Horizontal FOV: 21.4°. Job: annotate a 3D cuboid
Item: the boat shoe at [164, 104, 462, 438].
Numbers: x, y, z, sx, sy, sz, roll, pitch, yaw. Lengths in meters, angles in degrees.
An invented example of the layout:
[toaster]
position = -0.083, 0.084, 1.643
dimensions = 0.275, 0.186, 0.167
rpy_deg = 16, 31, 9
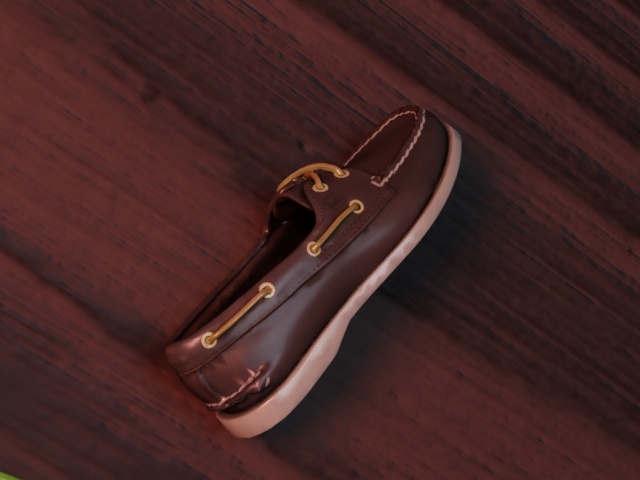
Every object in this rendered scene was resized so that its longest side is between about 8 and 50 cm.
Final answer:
[boat shoe]
position = 0.000, 0.000, 0.927
dimensions = 0.069, 0.081, 0.228
rpy_deg = 46, 60, -20

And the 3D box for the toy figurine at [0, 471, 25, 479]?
[toy figurine]
position = -0.134, 0.198, 0.784
dimensions = 0.173, 0.130, 0.159
rpy_deg = 20, 76, -5
